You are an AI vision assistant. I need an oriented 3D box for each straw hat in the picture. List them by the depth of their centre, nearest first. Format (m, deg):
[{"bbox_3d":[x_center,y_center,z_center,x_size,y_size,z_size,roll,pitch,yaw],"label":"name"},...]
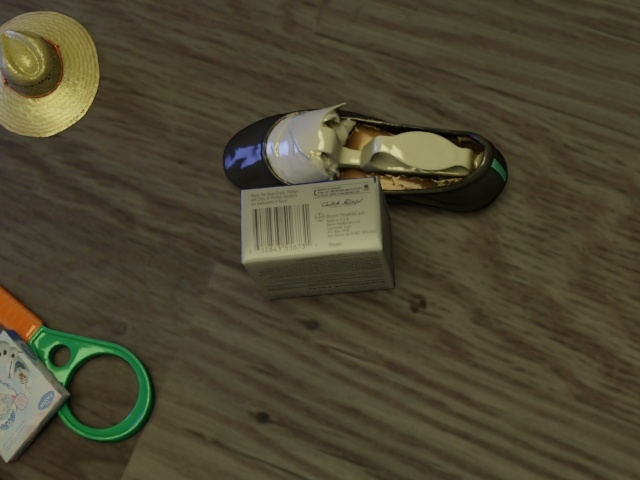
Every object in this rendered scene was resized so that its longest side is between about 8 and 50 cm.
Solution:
[{"bbox_3d":[-0.298,-0.182,1.300,0.144,0.061,0.145,-2,75,8],"label":"straw hat"}]

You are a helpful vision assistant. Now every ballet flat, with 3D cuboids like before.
[{"bbox_3d":[0.038,-0.086,1.208,0.280,0.096,0.095,3,75,9],"label":"ballet flat"}]

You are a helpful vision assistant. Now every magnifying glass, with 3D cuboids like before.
[{"bbox_3d":[-0.257,0.107,1.234,0.231,0.026,0.092,37,83,14],"label":"magnifying glass"}]

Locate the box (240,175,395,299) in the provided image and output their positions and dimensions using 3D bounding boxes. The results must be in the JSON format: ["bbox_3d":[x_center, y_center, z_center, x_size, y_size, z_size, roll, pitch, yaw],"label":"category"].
[{"bbox_3d":[0.000,0.000,1.167,0.126,0.137,0.072,-5,72,6],"label":"box"}]

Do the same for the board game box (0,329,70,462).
[{"bbox_3d":[-0.296,0.148,1.214,0.090,0.020,0.090,45,104,17],"label":"board game box"}]
